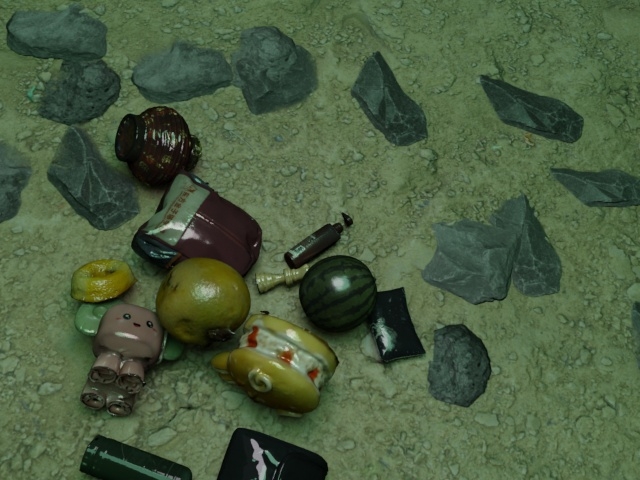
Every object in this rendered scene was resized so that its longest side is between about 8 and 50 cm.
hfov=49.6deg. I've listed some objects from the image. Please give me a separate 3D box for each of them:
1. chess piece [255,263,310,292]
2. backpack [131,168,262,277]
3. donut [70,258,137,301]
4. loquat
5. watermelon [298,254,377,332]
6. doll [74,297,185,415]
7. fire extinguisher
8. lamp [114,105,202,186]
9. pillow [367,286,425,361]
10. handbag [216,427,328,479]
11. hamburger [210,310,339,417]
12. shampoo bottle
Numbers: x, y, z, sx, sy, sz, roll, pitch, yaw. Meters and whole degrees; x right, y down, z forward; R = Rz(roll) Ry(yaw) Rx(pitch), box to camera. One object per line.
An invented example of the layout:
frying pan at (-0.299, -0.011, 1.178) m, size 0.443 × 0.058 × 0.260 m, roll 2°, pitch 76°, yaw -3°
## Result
chess piece at (-0.094, 0.101, 1.930) m, size 0.172 × 0.060 × 0.060 m, roll -13°, pitch 63°, yaw -3°
backpack at (-0.320, -0.012, 1.906) m, size 0.317 × 0.197 × 0.283 m, roll 31°, pitch 62°, yaw -9°
donut at (-0.575, 0.101, 1.821) m, size 0.162 × 0.065 × 0.178 m, roll -1°, pitch 19°, yaw 9°
loquat at (-0.289, 0.158, 1.725) m, size 0.244 × 0.244 × 0.243 m, roll 3°, pitch 61°, yaw -6°
watermelon at (0.050, 0.141, 1.858) m, size 0.212 × 0.212 × 0.212 m, roll 3°, pitch 61°, yaw -6°
doll at (-0.493, 0.268, 1.750) m, size 0.284 × 0.216 × 0.268 m, roll 22°, pitch 34°, yaw -14°
fire extinguisher at (-0.403, 0.551, 1.625) m, size 0.311 × 0.114 × 0.095 m, roll 20°, pitch 65°, yaw 2°
lamp at (-0.468, -0.273, 2.017) m, size 0.247 × 0.247 × 0.246 m, roll 3°, pitch 61°, yaw -6°
pillow at (0.196, 0.231, 1.916) m, size 0.141 × 0.055 × 0.208 m, roll -8°, pitch 62°, yaw -15°
handbag at (-0.113, 0.608, 1.594) m, size 0.275 × 0.178 × 0.301 m, roll 16°, pitch 60°, yaw 1°
hamburger at (-0.123, 0.312, 1.723) m, size 0.303 × 0.261 × 0.186 m, roll 21°, pitch 63°, yaw 25°
shampoo bottle at (-0.001, 0.000, 2.014) m, size 0.236 × 0.067 × 0.068 m, roll -34°, pitch 80°, yaw -23°
